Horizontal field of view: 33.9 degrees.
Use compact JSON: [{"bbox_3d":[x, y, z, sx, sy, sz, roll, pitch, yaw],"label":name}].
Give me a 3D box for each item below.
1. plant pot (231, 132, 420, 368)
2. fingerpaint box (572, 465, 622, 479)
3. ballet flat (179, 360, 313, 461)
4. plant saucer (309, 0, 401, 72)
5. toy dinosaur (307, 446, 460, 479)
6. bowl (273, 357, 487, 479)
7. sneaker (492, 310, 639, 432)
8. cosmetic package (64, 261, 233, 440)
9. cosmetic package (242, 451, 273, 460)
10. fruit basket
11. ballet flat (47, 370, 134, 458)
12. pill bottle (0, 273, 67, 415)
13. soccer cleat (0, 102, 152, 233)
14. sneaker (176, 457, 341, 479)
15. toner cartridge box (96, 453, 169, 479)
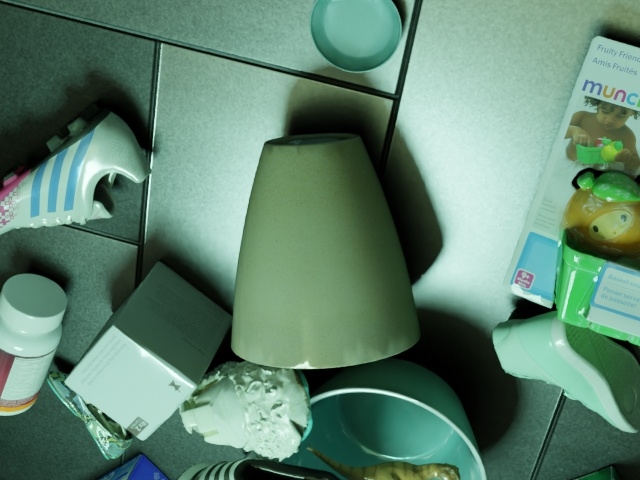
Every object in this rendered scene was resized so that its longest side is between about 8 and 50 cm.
[{"bbox_3d":[0.000,0.000,1.393,0.257,0.256,0.273,0,102,15],"label":"plant pot"},{"bbox_3d":[0.353,0.608,1.668,0.445,0.163,0.371,-27,109,27],"label":"fingerpaint box"},{"bbox_3d":[-0.123,0.244,1.481,0.147,0.147,0.409,38,163,-8],"label":"ballet flat"},{"bbox_3d":[0.046,-0.273,1.333,0.119,0.021,0.119,6,120,12],"label":"plant saucer"},{"bbox_3d":[0.089,0.335,1.464,0.212,0.064,0.112,1,102,4],"label":"toy dinosaur"},{"bbox_3d":[0.100,0.299,1.561,0.312,0.163,0.311,7,120,12],"label":"bowl"},{"bbox_3d":[0.350,0.183,1.485,0.151,0.094,0.256,-9,134,47],"label":"sneaker"},{"bbox_3d":[-0.252,0.163,1.567,0.151,0.183,0.151,39,121,-8],"label":"cosmetic package"},{"bbox_3d":[-0.025,0.412,1.675,0.231,0.085,0.117,38,108,2],"label":"cosmetic package"},{"bbox_3d":[0.431,-0.035,1.284,0.327,0.165,0.353,18,119,5],"label":"fruit basket"},{"bbox_3d":[-0.377,0.278,1.748,0.070,0.070,0.188,-23,113,25],"label":"ballet flat"},{"bbox_3d":[-0.483,0.165,1.668,0.121,0.121,0.221,27,122,-1],"label":"pill bottle"},{"bbox_3d":[-0.386,-0.060,1.516,0.331,0.116,0.143,-31,107,28],"label":"soccer cleat"},{"bbox_3d":[-0.001,0.476,1.472,0.447,0.169,0.257,45,145,-11],"label":"sneaker"},{"bbox_3d":[-0.263,0.547,1.854,0.165,0.075,0.348,-35,105,28],"label":"toner cartridge box"}]
